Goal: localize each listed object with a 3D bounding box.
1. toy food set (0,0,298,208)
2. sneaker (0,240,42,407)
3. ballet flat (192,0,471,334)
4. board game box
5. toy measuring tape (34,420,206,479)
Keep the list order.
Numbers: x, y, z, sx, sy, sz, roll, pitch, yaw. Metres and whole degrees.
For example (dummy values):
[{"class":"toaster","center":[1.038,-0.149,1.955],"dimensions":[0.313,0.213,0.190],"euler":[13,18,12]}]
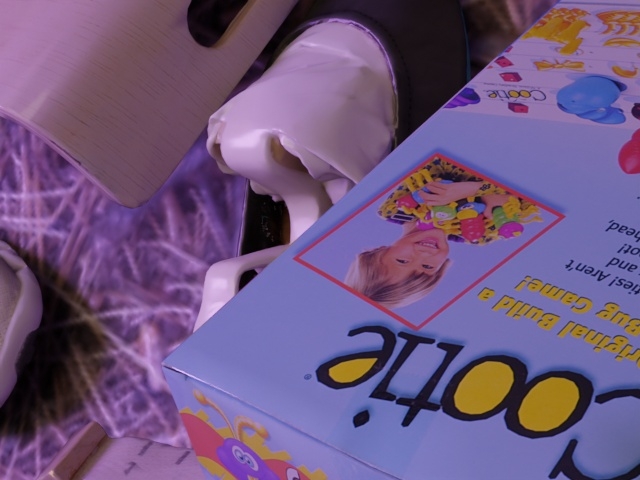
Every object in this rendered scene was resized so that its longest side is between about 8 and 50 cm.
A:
[{"class":"toy food set","center":[-0.131,-0.134,0.914],"dimensions":[0.306,0.092,0.220],"euler":[15,63,42]},{"class":"sneaker","center":[-0.257,0.019,0.969],"dimensions":[0.292,0.118,0.110],"euler":[14,84,37]},{"class":"ballet flat","center":[0.000,0.000,0.796],"dimensions":[0.095,0.096,0.280],"euler":[-2,76,37]},{"class":"board game box","center":[0.111,0.024,0.592],"dimensions":[0.144,0.142,0.275],"euler":[22,52,39]},{"class":"toy measuring tape","center":[0.054,0.136,0.690],"dimensions":[0.330,0.121,0.121],"euler":[5,80,25]}]
